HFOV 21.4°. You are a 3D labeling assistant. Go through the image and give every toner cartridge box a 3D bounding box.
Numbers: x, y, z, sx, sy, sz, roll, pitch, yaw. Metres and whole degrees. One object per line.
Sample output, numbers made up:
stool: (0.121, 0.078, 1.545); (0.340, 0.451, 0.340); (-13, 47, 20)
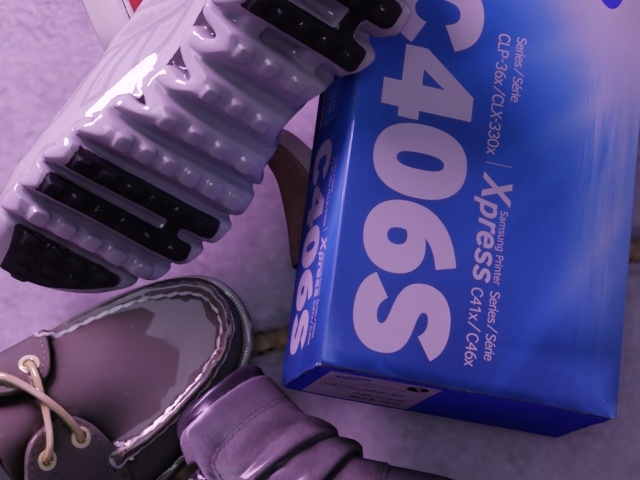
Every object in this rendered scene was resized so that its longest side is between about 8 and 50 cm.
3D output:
toner cartridge box: (0.087, -0.079, 0.928); (0.165, 0.075, 0.347); (11, 74, -15)

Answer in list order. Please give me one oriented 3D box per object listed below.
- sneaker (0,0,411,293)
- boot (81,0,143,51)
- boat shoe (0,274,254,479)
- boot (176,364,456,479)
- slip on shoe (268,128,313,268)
sneaker: (-0.069, -0.085, 0.904); (0.292, 0.110, 0.118); (-43, 36, 19)
boot: (-0.070, -0.219, 0.993); (0.176, 0.088, 0.244); (-11, 72, -3)
boat shoe: (-0.167, 0.116, 0.904); (0.305, 0.091, 0.109); (-34, 77, -7)
boot: (-0.035, 0.243, 0.850); (0.223, 0.118, 0.338); (22, 60, 15)
slip on shoe: (0.000, 0.000, 0.952); (0.041, 0.051, 0.135); (-31, 84, -12)
